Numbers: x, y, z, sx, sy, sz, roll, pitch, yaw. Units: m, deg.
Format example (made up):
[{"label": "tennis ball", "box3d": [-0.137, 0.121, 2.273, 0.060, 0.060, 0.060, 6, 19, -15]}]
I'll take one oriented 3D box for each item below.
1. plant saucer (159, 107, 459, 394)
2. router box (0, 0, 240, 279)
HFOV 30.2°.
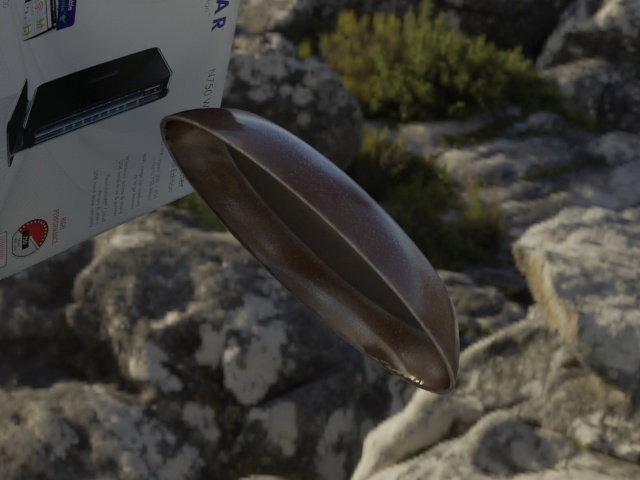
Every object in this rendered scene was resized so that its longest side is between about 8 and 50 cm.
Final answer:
[{"label": "plant saucer", "box3d": [0.000, 0.000, 0.940, 0.310, 0.310, 0.050, 34, 76, 36]}, {"label": "router box", "box3d": [-0.210, -0.141, 0.993, 0.301, 0.335, 0.082, -28, 58, -38]}]
